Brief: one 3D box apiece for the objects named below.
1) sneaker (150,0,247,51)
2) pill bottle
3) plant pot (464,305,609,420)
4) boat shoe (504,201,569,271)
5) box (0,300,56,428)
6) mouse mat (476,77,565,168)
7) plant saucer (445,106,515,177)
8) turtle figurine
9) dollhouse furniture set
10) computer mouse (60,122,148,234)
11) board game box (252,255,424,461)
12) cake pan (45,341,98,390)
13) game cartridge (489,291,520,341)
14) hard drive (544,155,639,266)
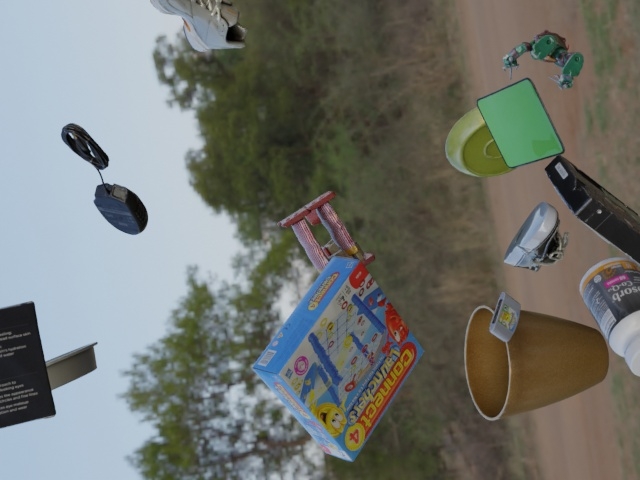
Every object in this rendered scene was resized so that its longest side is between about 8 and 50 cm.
[{"bbox_3d":[-0.217,-0.438,1.790,0.262,0.121,0.099,40,-118,-62],"label":"sneaker"},{"bbox_3d":[0.751,0.184,2.347,0.278,0.162,0.162,-108,3,-48],"label":"pill bottle"},{"bbox_3d":[0.465,0.249,2.043,0.237,0.254,0.237,178,90,-77],"label":"plant pot"},{"bbox_3d":[0.497,0.007,2.174,0.306,0.105,0.113,103,-168,-69],"label":"boat shoe"},{"bbox_3d":[-0.449,0.174,1.281,0.093,0.156,0.158,-17,84,61],"label":"box"},{"bbox_3d":[0.368,-0.214,1.802,0.152,0.007,0.190,63,159,-5],"label":"mouse mat"},{"bbox_3d":[0.421,-0.232,2.332,0.241,0.241,0.037,75,-178,-47],"label":"plant saucer"},{"bbox_3d":[0.497,-0.408,2.159,0.234,0.175,0.118,-108,30,-82],"label":"turtle figurine"},{"bbox_3d":[0.000,0.000,2.482,0.201,0.152,0.374,58,175,-5],"label":"dollhouse furniture set"},{"bbox_3d":[-0.310,-0.091,1.419,0.242,0.071,0.041,73,-144,-52],"label":"computer mouse"},{"bbox_3d":[0.047,0.247,2.032,0.308,0.086,0.302,-54,-54,-25],"label":"board game box"},{"bbox_3d":[-0.578,0.283,1.953,0.293,0.293,0.054,-31,-81,-85],"label":"cake pan"},{"bbox_3d":[0.352,0.147,1.843,0.056,0.017,0.083,35,-114,-33],"label":"game cartridge"},{"bbox_3d":[0.689,-0.047,2.280,0.339,0.064,0.237,31,-158,-23],"label":"hard drive"}]
